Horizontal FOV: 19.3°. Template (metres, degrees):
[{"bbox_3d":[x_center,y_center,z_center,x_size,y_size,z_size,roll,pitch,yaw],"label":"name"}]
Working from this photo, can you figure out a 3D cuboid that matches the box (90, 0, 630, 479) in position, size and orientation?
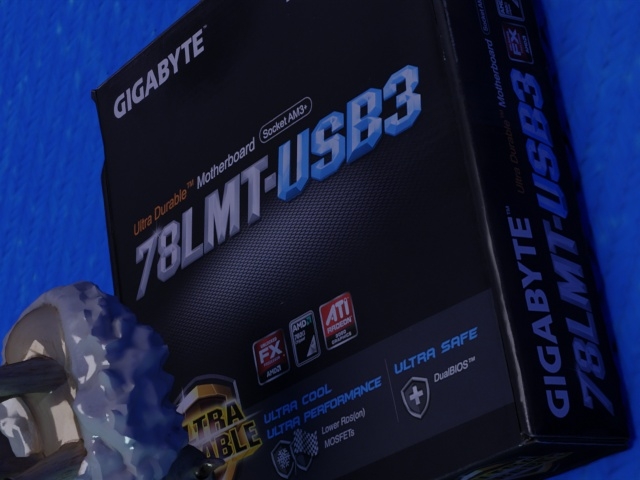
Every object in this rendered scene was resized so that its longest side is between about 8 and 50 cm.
[{"bbox_3d":[0.000,0.000,0.930,0.295,0.073,0.293,-30,64,46],"label":"box"}]

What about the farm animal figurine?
[{"bbox_3d":[-0.105,0.218,0.888,0.330,0.172,0.326,-39,71,44],"label":"farm animal figurine"}]
